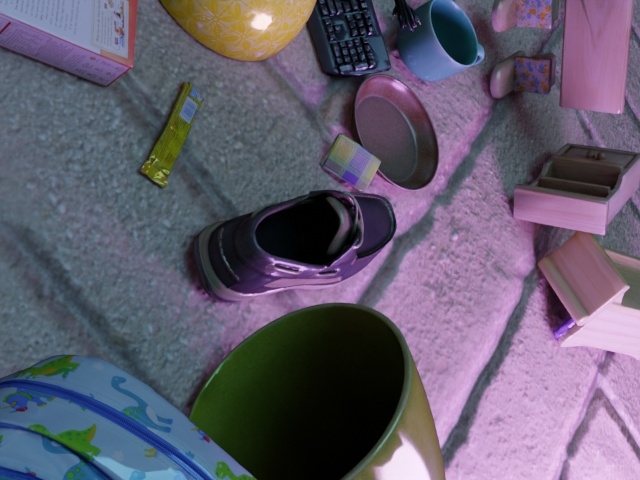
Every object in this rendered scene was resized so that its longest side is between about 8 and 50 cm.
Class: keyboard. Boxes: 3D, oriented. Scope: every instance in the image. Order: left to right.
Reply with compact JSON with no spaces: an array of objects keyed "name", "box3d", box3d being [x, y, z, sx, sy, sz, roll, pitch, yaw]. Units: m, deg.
[{"name":"keyboard","box3d":[0.054,-0.418,1.404,0.202,0.033,0.317,-14,84,-25]}]

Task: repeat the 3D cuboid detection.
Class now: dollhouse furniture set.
[{"name":"dollhouse furniture set","box3d":[0.482,-0.249,1.588,0.256,0.362,0.394,-36,131,-47]}]

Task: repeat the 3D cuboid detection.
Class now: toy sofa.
[{"name":"toy sofa","box3d":[0.573,0.110,1.694,0.363,0.177,0.150,13,41,-41]}]

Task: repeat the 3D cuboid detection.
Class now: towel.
[{"name":"towel","box3d":[0.046,-0.117,1.312,0.083,0.009,0.060,30,85,-20]}]

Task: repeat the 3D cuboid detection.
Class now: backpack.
[{"name":"backpack","box3d":[-0.184,0.268,0.771,0.355,0.290,0.273,58,36,0]}]

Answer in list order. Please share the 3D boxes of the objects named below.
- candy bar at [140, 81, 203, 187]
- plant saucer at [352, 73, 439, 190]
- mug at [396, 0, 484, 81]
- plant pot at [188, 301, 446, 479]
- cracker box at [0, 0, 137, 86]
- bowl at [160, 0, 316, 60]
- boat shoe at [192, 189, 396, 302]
[{"name":"candy bar","box3d":[-0.185,-0.139,1.114,0.040,0.018,0.161,40,49,-31]},{"name":"plant saucer","box3d":[0.114,-0.169,1.409,0.199,0.036,0.198,18,62,-38]},{"name":"mug","box3d":[0.202,-0.331,1.515,0.158,0.097,0.129,46,47,-23]},{"name":"plant pot","box3d":[0.036,0.270,1.021,0.293,0.275,0.274,57,42,-34]},{"name":"cracker box","box3d":[-0.325,-0.292,1.001,0.232,0.067,0.155,19,61,-40]},{"name":"bowl","box3d":[-0.092,-0.414,1.215,0.290,0.156,0.289,18,62,-38]},{"name":"boat shoe","box3d":[0.000,0.000,1.159,0.355,0.130,0.132,-19,88,-47]}]
